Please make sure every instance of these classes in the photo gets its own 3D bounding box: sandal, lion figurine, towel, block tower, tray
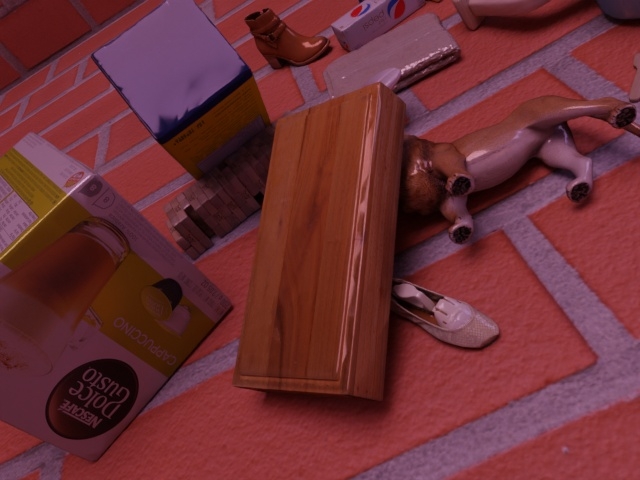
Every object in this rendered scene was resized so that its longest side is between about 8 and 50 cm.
[{"bbox_3d":[0.073,-0.202,1.031,0.265,0.076,0.102,-52,23,12],"label":"sandal"},{"bbox_3d":[0.251,-0.129,0.803,0.391,0.142,0.240,-15,29,3],"label":"lion figurine"},{"bbox_3d":[0.142,-0.372,1.158,0.282,0.049,0.187,-24,43,12],"label":"towel"},{"bbox_3d":[-0.155,-0.111,1.079,0.335,0.091,0.097,-40,41,-4],"label":"block tower"},{"bbox_3d":[0.000,0.000,0.756,0.202,0.076,0.411,-10,66,41],"label":"tray"}]

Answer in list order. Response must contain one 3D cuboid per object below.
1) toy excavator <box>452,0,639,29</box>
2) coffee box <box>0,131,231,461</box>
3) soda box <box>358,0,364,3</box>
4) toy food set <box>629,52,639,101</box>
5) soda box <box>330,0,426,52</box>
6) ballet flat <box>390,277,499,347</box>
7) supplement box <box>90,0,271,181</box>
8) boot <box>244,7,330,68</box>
[{"bbox_3d":[0.476,-0.488,0.935,0.445,0.222,0.433,-33,38,17],"label":"toy excavator"},{"bbox_3d":[-0.424,0.080,0.891,0.334,0.338,0.338,-49,43,-14],"label":"coffee box"},{"bbox_3d":[0.108,-0.669,1.339,0.067,0.210,0.071,21,65,45],"label":"soda box"},{"bbox_3d":[0.543,-0.253,0.770,0.192,0.038,0.132,3,54,37],"label":"toy food set"},{"bbox_3d":[0.137,-0.539,1.304,0.216,0.069,0.074,-35,40,0],"label":"soda box"},{"bbox_3d":[0.145,0.090,0.706,0.168,0.052,0.057,17,62,43],"label":"ballet flat"},{"bbox_3d":[-0.235,-0.261,1.049,0.194,0.356,0.195,-38,81,-4],"label":"supplement box"},{"bbox_3d":[-0.087,-0.516,1.371,0.197,0.152,0.073,-7,48,30],"label":"boot"}]
